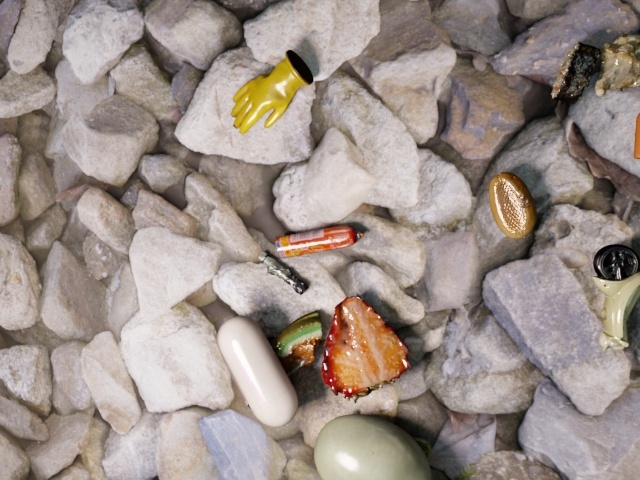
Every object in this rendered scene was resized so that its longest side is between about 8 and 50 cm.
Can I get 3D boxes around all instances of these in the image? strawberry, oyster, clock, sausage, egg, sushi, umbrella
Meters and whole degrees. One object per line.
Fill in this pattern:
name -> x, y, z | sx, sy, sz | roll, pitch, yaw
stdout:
strawberry -> 0.103, 0.333, 1.625 | 0.253, 0.150, 0.280 | -40, 81, -5
oyster -> 0.786, -0.446, 1.384 | 0.163, 0.081, 0.191 | 32, 106, 7
clock -> 0.872, 0.188, 1.397 | 0.378, 0.120, 0.277 | 20, 95, 13
sausage -> 0.000, 0.000, 1.660 | 0.273, 0.074, 0.074 | -10, 92, 16
egg -> 0.149, 0.650, 1.579 | 0.352, 0.258, 0.259 | 23, 101, 13
sushi -> 0.661, -0.435, 1.414 | 0.078, 0.090, 0.151 | 20, 106, 5
umbrella -> -0.123, 0.105, 1.716 | 0.188, 0.046, 0.050 | 39, 68, 10

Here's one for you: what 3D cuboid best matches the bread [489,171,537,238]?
bread -> 0.529, -0.099, 1.492 | 0.114, 0.077, 0.190 | -17, 91, 37

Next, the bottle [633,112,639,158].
bottle -> 0.843, -0.302, 1.383 | 0.069, 0.069, 0.187 | 3, 94, 16

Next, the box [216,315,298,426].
box -> -0.199, 0.395, 1.653 | 0.141, 0.288, 0.349 | -28, 86, -18

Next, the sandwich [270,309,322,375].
sandwich -> -0.054, 0.324, 1.677 | 0.184, 0.109, 0.160 | -30, 106, -6

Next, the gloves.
gloves -> -0.169, -0.445, 1.668 | 0.294, 0.116, 0.133 | -33, 58, 25

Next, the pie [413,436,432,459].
pie -> 0.299, 0.639, 1.654 | 0.084, 0.021, 0.084 | 2, 96, 16
